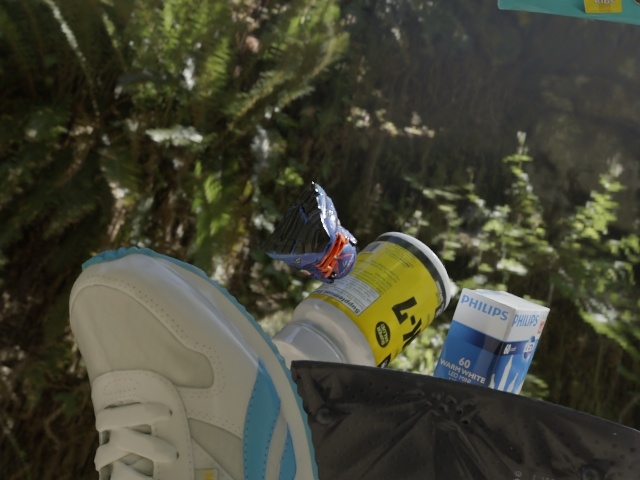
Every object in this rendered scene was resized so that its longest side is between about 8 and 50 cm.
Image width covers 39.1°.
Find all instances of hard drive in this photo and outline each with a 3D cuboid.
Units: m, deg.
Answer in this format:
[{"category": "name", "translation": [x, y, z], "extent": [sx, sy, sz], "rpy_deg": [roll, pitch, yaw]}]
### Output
[{"category": "hard drive", "translation": [0.091, 0.185, 0.651], "extent": [0.255, 0.171, 0.054], "rpy_deg": [10, -2, 14]}]

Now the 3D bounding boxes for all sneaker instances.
[{"category": "sneaker", "translation": [-0.056, 0.113, 0.384], "extent": [0.087, 0.092, 0.228], "rpy_deg": [-17, -84, 38]}, {"category": "sneaker", "translation": [0.000, 0.000, 0.885], "extent": [0.087, 0.083, 0.221], "rpy_deg": [35, 0, -3]}]

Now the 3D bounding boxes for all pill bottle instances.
[{"category": "pill bottle", "translation": [0.043, 0.091, 1.017], "extent": [0.119, 0.208, 0.119], "rpy_deg": [32, -37, 28]}]

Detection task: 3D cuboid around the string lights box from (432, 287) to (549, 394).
[{"category": "string lights box", "translation": [0.195, 0.194, 1.148], "extent": [0.077, 0.259, 0.133], "rpy_deg": [23, 8, 32]}]

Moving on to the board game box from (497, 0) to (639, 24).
[{"category": "board game box", "translation": [0.319, -0.274, 0.645], "extent": [0.336, 0.253, 0.079], "rpy_deg": [11, -13, 14]}]
